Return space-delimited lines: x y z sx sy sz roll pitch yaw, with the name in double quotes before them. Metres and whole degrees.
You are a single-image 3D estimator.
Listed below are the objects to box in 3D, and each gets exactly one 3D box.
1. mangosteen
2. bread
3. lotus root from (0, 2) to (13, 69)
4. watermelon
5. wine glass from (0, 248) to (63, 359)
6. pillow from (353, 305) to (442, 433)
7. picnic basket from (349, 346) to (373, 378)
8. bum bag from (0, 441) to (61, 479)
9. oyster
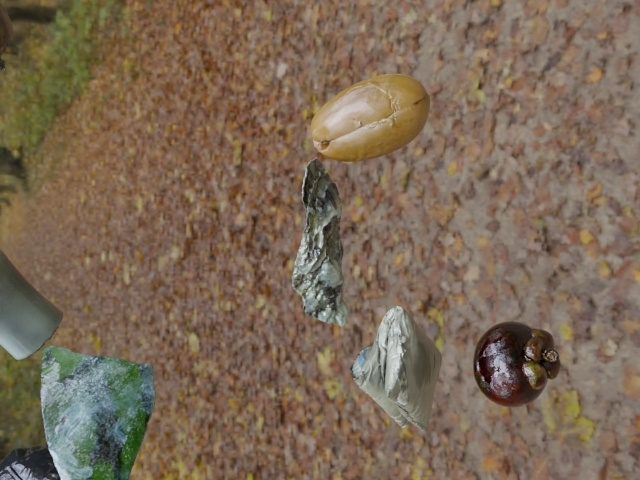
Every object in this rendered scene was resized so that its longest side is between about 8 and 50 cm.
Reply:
"mangosteen" 0.297 0.182 1.133 0.140 0.140 0.140 -178 90 -65
"bread" 0.070 -0.172 1.107 0.114 0.189 0.077 58 -159 -29
"lotus root" -0.508 -0.315 0.981 0.124 0.241 0.123 -38 19 31
"watermelon" -0.183 0.161 0.647 0.155 0.101 0.080 -100 -6 -50
"wine glass" -0.449 0.052 0.993 0.103 0.231 0.103 -32 26 18
"pillow" 0.123 0.188 1.079 0.078 0.181 0.134 3 60 29
"picnic basket" 0.088 0.232 1.401 0.083 0.065 0.083 93 -161 -48
"bum bag" -0.308 0.307 0.890 0.198 0.087 0.049 32 139 34
"oyster" -0.003 0.000 1.261 0.199 0.087 0.251 70 -160 -68
